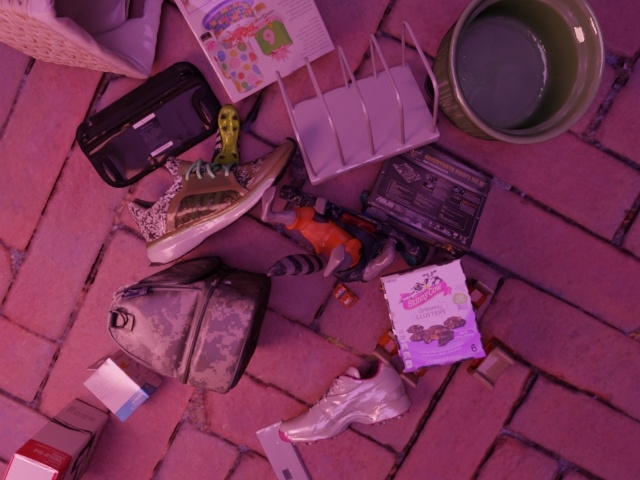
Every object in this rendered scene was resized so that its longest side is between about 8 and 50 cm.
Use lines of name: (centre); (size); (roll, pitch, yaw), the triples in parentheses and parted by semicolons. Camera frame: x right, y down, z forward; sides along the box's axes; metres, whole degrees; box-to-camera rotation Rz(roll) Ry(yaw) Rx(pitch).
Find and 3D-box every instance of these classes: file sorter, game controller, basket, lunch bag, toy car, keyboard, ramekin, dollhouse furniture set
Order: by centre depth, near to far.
basket: (-0.479, -0.515, 0.890); (0.266, 0.331, 0.328); (11, 93, 10)
file sorter: (0.070, -0.270, 0.946); (0.277, 0.173, 0.193); (-20, 69, 5)
ramekin: (0.372, -0.338, 0.949); (0.303, 0.148, 0.304); (-1, 98, -7)
lunch bag: (-0.251, 0.146, 0.970); (0.256, 0.305, 0.213); (15, 96, 0)
game controller: (-0.375, -0.250, 1.062); (0.319, 0.067, 0.166); (-30, 109, 6)
dollhouse furniture set: (0.286, 0.204, 1.063); (0.259, 0.135, 0.262); (38, 96, 9)
toy car: (0.089, 0.109, 1.083); (0.122, 0.040, 0.060); (-30, 94, 6)
keyboard: (-0.071, 0.557, 1.156); (0.072, 0.014, 0.256); (-24, 95, 10)

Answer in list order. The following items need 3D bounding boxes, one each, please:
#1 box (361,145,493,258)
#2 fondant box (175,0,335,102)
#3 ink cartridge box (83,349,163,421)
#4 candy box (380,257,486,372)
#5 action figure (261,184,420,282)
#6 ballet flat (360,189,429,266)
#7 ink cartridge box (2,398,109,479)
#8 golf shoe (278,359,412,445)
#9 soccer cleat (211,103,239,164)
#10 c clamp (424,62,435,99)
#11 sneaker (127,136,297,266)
box: (0.225, -0.094, 1.010); (0.231, 0.056, 0.183); (25, 69, -1)
fondant box: (-0.150, -0.479, 0.946); (0.238, 0.096, 0.330); (-27, 115, 5)
ink cartridge box: (-0.455, 0.318, 1.104); (0.090, 0.092, 0.143); (-44, 94, 6)
candy box: (0.223, 0.147, 0.969); (0.164, 0.070, 0.196); (-15, 87, 11)
action figure: (0.000, 0.000, 0.961); (0.341, 0.330, 0.179); (26, 91, 31)
ballet flat: (0.169, -0.037, 1.056); (0.074, 0.074, 0.203); (-37, 88, 6)
ink cartridge box: (-0.584, 0.489, 1.057); (0.100, 0.237, 0.172); (25, 97, -3)
golf shoe: (0.045, 0.362, 1.089); (0.306, 0.115, 0.140); (-17, 86, -3)
soccer cleat: (-0.203, -0.209, 1.054); (0.060, 0.072, 0.179); (7, 118, -11)
c clamp: (0.300, -0.348, 1.036); (0.137, 0.022, 0.161); (21, 98, 5)
sneaker: (-0.236, -0.112, 0.995); (0.410, 0.158, 0.182); (-34, 103, 9)
